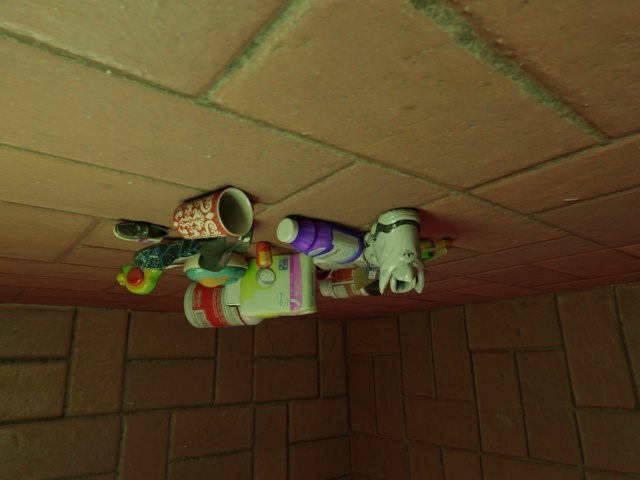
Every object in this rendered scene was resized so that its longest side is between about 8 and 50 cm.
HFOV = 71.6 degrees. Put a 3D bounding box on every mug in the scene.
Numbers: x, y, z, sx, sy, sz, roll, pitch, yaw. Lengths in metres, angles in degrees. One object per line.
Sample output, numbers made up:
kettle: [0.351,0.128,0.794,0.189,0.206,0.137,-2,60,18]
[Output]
mug: [-0.251,-0.051,1.073,0.170,0.113,0.150,-8,162,33]

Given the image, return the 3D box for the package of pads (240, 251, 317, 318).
package of pads: [-0.158,0.173,1.664,0.297,0.228,0.101,-7,163,22]

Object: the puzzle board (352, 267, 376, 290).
puzzle board: [0.180,0.131,1.735,0.128,0.096,0.011,-25,-149,-26]

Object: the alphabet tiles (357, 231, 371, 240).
alphabet tiles: [0.143,0.017,1.537,0.343,0.011,0.285,-6,163,17]

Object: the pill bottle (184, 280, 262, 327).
pill bottle: [-0.381,0.271,1.995,0.409,0.228,0.229,-7,164,18]

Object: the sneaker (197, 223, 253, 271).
sneaker: [-0.308,0.003,1.298,0.130,0.108,0.286,18,144,-30]

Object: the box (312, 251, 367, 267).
box: [0.081,0.074,1.641,0.187,0.038,0.145,-7,163,15]

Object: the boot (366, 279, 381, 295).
boot: [0.214,0.129,1.856,0.082,0.106,0.219,-2,137,15]

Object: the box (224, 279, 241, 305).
box: [-0.236,0.180,1.803,0.291,0.168,0.087,-3,167,0]

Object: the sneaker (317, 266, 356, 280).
sneaker: [0.095,0.124,1.823,0.128,0.086,0.221,1,179,-42]

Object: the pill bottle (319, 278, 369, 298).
pill bottle: [0.111,0.193,1.961,0.216,0.121,0.121,-10,163,30]

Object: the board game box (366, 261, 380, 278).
board game box: [0.236,0.097,1.601,0.137,0.035,0.201,-1,159,3]

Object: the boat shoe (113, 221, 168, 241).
boat shoe: [-0.498,-0.029,1.240,0.049,0.056,0.152,-19,167,35]

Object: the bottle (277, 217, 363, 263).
bottle: [0.000,0.000,1.298,0.118,0.092,0.283,-28,150,36]

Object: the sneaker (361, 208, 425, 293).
sneaker: [0.207,0.065,1.311,0.138,0.210,0.365,0,160,-6]

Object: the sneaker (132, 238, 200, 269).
sneaker: [-0.474,0.044,1.386,0.211,0.080,0.081,-13,179,-24]

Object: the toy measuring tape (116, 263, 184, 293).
toy measuring tape: [-0.653,0.153,1.758,0.331,0.121,0.121,-4,164,8]

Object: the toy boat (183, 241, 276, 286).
toy boat: [-0.303,0.101,1.511,0.319,0.147,0.267,-10,170,20]

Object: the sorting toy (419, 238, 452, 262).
sorting toy: [0.335,0.056,1.601,0.229,0.041,0.307,-3,166,-13]

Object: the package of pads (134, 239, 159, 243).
package of pads: [-0.525,-0.012,1.326,0.083,0.031,0.050,11,163,-37]
